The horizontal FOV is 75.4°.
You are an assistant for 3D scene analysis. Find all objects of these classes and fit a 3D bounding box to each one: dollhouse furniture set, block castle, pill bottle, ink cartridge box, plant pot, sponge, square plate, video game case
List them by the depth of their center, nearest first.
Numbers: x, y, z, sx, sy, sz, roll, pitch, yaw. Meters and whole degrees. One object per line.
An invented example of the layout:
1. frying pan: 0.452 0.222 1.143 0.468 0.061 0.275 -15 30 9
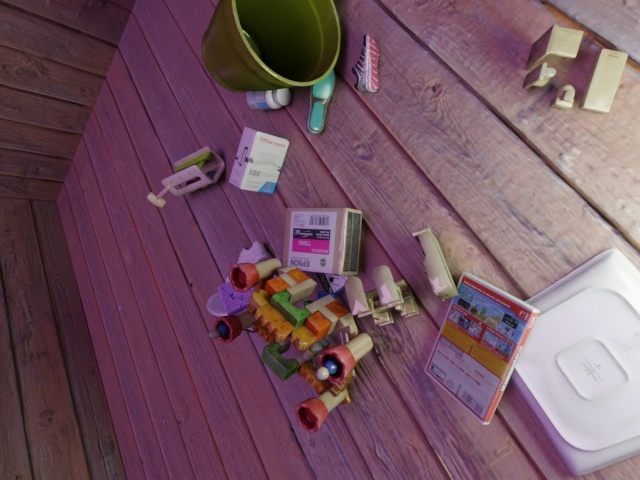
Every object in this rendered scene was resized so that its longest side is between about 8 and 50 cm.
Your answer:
1. square plate: 0.545 0.250 0.830 0.344 0.049 0.347 -45 61 31
2. dollhouse furniture set: 0.528 -0.350 0.884 0.151 0.123 0.144 14 99 6
3. video game case: 0.362 0.243 0.967 0.204 0.025 0.285 37 114 56
4. dollhouse furniture set: 0.195 0.095 1.044 0.242 0.212 0.160 -23 63 19
5. block castle: -0.105 0.280 1.176 0.453 0.213 0.303 38 123 26
6. ink cartridge box: 0.000 0.000 1.236 0.235 0.088 0.193 3 88 39
7. plant pot: -0.189 -0.621 1.288 0.353 0.367 0.366 1 89 51
8. ink cartridge box: 0.024 0.064 1.298 0.097 0.046 0.207 -42 62 31
9. sponge: -0.245 0.170 1.452 0.210 0.031 0.117 -25 57 -5
10. ink cartridge box: -0.215 -0.278 1.454 0.086 0.148 0.203 31 108 40
11. pill bottle: -0.183 -0.511 1.476 0.160 0.087 0.087 13 97 41

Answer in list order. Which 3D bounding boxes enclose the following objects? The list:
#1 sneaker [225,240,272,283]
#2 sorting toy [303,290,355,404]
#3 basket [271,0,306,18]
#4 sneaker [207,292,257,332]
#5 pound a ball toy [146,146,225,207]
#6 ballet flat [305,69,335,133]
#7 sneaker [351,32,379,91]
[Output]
1. sneaker: -0.275 0.087 1.546 0.232 0.090 0.115 -38 57 24
2. sorting toy: 0.030 0.326 1.280 0.196 0.047 0.347 -14 84 44
3. basket: -0.038 -0.820 1.324 0.227 0.154 0.204 10 95 38
4. sneaker: -0.238 0.266 1.482 0.321 0.127 0.126 11 61 19
5. pound a ball toy: -0.560 -0.241 1.743 0.319 0.136 0.208 -12 45 40
6. ballet flat: -0.008 -0.450 1.337 0.068 0.072 0.213 -148 71 -70
7. sneaker: 0.127 -0.518 1.218 0.075 0.063 0.170 0 93 35
